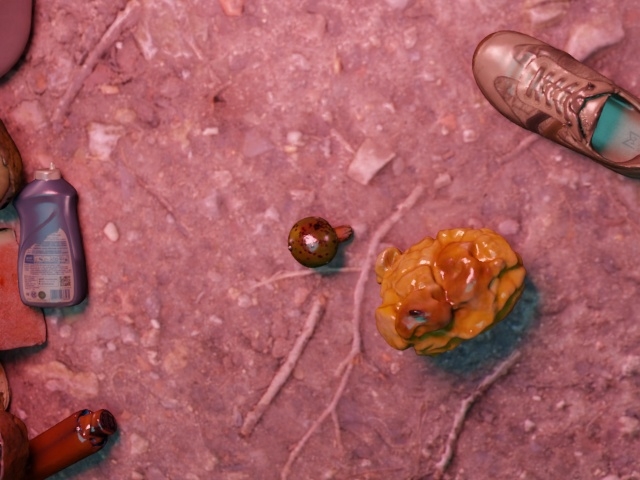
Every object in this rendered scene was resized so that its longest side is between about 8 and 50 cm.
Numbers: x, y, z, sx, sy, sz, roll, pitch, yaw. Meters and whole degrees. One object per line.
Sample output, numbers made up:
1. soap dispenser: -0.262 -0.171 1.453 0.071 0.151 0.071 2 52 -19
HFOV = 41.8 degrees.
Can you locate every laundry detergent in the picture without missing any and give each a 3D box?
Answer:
1. laundry detergent: -0.384 -0.009 1.189 0.097 0.061 0.206 4 103 12

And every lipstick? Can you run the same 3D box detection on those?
1. lipstick: -0.488 0.366 1.287 0.418 0.077 0.077 -30 96 15

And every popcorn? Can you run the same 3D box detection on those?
1. popcorn: 0.156 0.067 1.070 0.194 0.163 0.140 -36 116 -15

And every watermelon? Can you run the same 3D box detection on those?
1. watermelon: -0.493 0.089 1.189 0.202 0.207 0.136 10 131 -8

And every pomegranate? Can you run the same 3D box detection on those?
1. pomegranate: -0.001 0.001 1.114 0.085 0.073 0.073 -10 101 13

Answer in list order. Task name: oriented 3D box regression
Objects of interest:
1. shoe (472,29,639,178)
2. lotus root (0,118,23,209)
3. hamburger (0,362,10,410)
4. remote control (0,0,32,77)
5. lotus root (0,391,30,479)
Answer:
1. shoe: 0.306 -0.163 1.007 0.275 0.098 0.103 28 102 5
2. lotus root: -0.490 -0.131 1.167 0.204 0.078 0.183 9 121 23
3. hamburger: -0.542 0.233 1.275 0.140 0.062 0.133 -32 92 17
4. remote control: -0.489 -0.360 1.094 0.221 0.103 0.331 6 109 -10
5. lotus root: -0.520 0.295 1.157 0.272 0.192 0.272 0 90 12
